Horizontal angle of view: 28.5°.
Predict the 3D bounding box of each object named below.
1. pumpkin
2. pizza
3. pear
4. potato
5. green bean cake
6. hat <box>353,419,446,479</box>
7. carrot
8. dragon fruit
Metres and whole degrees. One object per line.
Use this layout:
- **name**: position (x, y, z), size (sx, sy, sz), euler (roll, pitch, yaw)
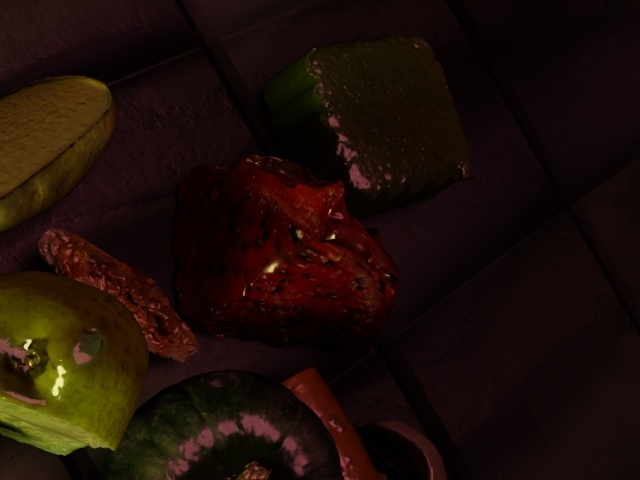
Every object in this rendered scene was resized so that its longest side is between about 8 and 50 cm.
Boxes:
- **pumpkin**: position (-0.109, 0.305, 1.490), size (0.300, 0.207, 0.300), euler (2, 83, -19)
- **pizza**: position (-0.244, 0.063, 1.573), size (0.246, 0.058, 0.127), euler (42, 13, -11)
- **pear**: position (-0.321, 0.119, 1.393), size (0.286, 0.282, 0.176), euler (24, 69, -26)
- **potato**: position (-0.358, -0.092, 1.547), size (0.272, 0.160, 0.111), euler (-47, 144, -34)
- **green bean cake**: position (0.070, -0.164, 1.840), size (0.250, 0.156, 0.247), euler (-15, 80, -37)
- **hat**: position (0.135, 0.296, 1.699), size (0.144, 0.173, 0.166), euler (-18, 78, -37)
- **carrot**: position (0.016, 0.321, 1.645), size (0.138, 0.138, 0.302), euler (-27, 84, -38)
- **dragon fruit**: position (0.000, -0.009, 1.638), size (0.286, 0.329, 0.228), euler (15, 59, -28)
